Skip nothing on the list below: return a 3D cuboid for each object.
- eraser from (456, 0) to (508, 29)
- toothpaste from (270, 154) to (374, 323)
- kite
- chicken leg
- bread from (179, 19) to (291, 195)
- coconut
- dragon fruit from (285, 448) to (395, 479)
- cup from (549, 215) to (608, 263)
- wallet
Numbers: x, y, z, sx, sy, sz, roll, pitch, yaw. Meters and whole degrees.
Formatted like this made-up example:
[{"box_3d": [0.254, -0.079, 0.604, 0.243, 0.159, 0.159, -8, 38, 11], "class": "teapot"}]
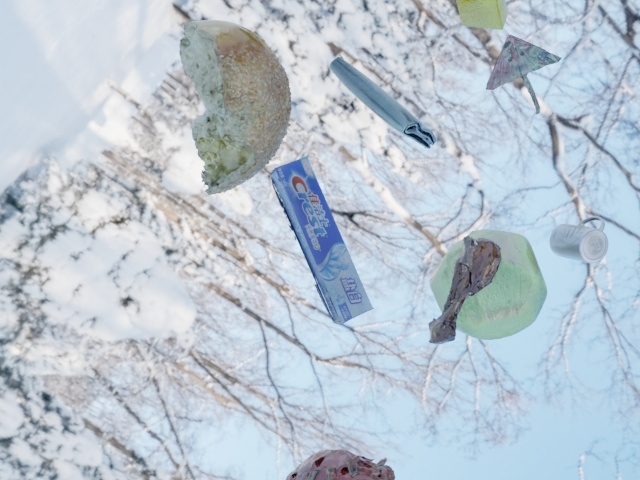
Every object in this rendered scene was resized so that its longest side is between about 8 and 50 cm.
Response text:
[{"box_3d": [0.354, -0.518, 1.327, 0.097, 0.122, 0.045, 17, -95, 24], "class": "eraser"}, {"box_3d": [0.000, 0.000, 0.983, 0.066, 0.272, 0.053, -23, 179, -17], "class": "toothpaste"}, {"box_3d": [0.367, -0.302, 1.096, 0.139, 0.156, 0.011, -23, -177, 22], "class": "kite"}, {"box_3d": [0.354, 0.128, 1.513, 0.113, 0.093, 0.304, 23, -100, 49], "class": "chicken leg"}, {"box_3d": [-0.140, -0.243, 1.123, 0.171, 0.192, 0.313, 29, -54, 45], "class": "bread"}, {"box_3d": [0.468, 0.110, 1.703, 0.329, 0.281, 0.328, -21, -126, 32], "class": "coconut"}, {"box_3d": [0.043, 0.586, 1.332, 0.299, 0.244, 0.244, -19, -148, 17], "class": "dragon fruit"}, {"box_3d": [0.735, -0.010, 1.710, 0.133, 0.099, 0.135, -154, -103, -72], "class": "cup"}, {"box_3d": [0.158, -0.329, 1.482, 0.054, 0.251, 0.290, -51, 164, 13], "class": "wallet"}]
